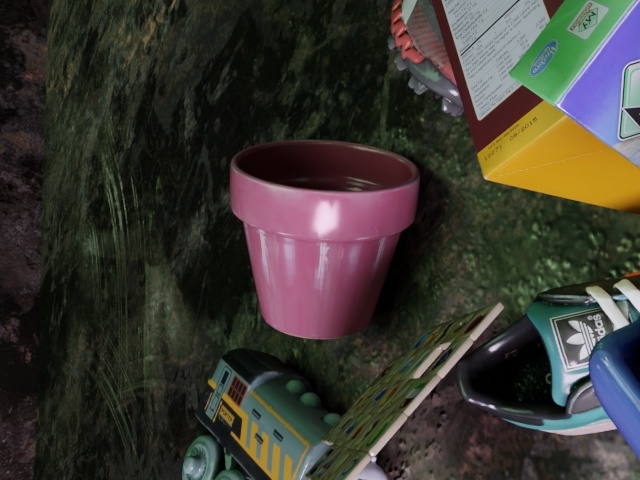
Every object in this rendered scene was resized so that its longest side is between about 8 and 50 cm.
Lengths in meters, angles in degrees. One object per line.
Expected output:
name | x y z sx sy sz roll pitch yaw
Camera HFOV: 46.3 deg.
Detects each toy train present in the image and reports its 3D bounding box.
toy train | -0.049 0.263 0.884 0.334 0.142 0.190 26 95 56

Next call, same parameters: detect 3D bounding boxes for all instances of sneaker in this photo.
sneaker | 0.222 0.072 0.515 0.302 0.121 0.108 -38 51 45
sneaker | 0.133 -0.244 0.717 0.135 0.097 0.276 -39 38 41

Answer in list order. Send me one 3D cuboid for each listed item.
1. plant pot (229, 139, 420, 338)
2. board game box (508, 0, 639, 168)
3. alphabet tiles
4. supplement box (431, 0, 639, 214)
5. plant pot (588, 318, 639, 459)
plant pot | 0.000 0.000 0.824 0.201 0.201 0.180 37 128 54
board game box | 0.267 -0.156 0.360 0.317 0.213 0.046 -55 34 18
alphabet tiles | 0.060 0.144 0.680 0.198 0.009 0.237 -46 -3 -15
supplement box | 0.202 -0.142 0.530 0.129 0.191 0.194 -40 51 46
plant pot | 0.266 0.054 0.283 0.236 0.235 0.212 56 141 29
